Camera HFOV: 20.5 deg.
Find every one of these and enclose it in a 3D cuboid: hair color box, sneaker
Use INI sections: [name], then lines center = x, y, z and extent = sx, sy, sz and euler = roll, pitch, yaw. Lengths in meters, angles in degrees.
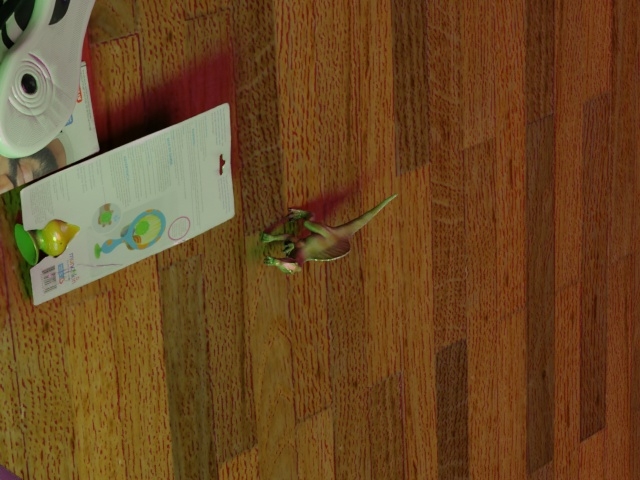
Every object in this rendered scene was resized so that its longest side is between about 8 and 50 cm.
[hair color box]
center = -0.284, -0.100, 1.604
extent = 0.167, 0.053, 0.093
euler = -28, 123, -39
[sneaker]
center = -0.270, -0.155, 1.539
extent = 0.079, 0.121, 0.216
euler = 41, 52, -39

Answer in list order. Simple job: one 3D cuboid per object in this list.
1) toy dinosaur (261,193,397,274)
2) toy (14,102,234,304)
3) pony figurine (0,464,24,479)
[toy dinosaur]
center = 0.000, 0.000, 1.922
extent = 0.183, 0.093, 0.053
euler = -32, 125, -38
[toy]
center = -0.194, -0.044, 1.717
extent = 0.237, 0.056, 0.136
euler = -28, 134, -32
[pony figurine]
center = -0.351, 0.136, 1.420
extent = 0.303, 0.351, 0.363
euler = 3, 106, -11
